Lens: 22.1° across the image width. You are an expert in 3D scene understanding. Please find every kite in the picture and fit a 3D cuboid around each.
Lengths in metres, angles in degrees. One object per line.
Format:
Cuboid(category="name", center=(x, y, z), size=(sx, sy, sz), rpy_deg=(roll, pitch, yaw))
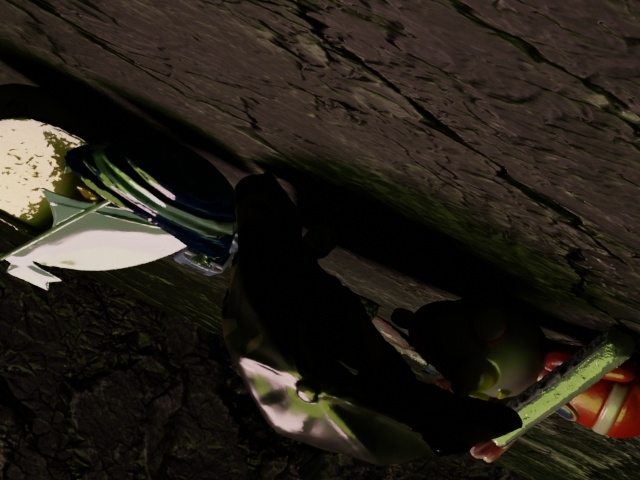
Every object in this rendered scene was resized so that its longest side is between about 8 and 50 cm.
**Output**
Cuboid(category="kite", center=(0.115, 0.161, 2.485), size=(0.360, 0.022, 0.204), rpy_deg=(33, 169, -39))

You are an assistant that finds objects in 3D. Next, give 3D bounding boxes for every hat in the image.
Cuboid(category="hat", center=(0.000, 0.132, 1.686), size=(0.366, 0.257, 0.382), rpy_deg=(45, 150, 5))

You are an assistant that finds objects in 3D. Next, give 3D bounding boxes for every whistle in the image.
Cuboid(category="whistle", center=(0.000, 0.000, 1.772), size=(0.035, 0.035, 0.100), rpy_deg=(25, 170, -4))

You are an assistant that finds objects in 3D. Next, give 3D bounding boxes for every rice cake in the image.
Cuboid(category="rice cake", center=(0.239, 0.151, 1.656), size=(0.033, 0.033, 0.207), rpy_deg=(40, 129, -9))

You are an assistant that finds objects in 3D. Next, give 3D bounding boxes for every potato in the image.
Cuboid(category="potato", center=(-0.269, -0.090, 1.693), size=(0.160, 0.111, 0.271), rpy_deg=(-31, 136, 29))

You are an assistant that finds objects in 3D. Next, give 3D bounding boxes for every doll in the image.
Cuboid(category="doll", center=(0.232, 0.140, 1.744), size=(0.336, 0.105, 0.200), rpy_deg=(23, 161, 7))

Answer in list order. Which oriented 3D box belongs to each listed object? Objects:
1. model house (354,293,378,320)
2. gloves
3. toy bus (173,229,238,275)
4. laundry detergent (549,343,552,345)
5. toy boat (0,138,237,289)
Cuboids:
Cuboid(category="model house", center=(0.025, 0.110, 2.206), size=(0.078, 0.083, 0.066), rpy_deg=(27, 169, -13))
Cuboid(category="gloves", center=(0.218, 0.216, 2.215), size=(0.145, 0.126, 0.241), rpy_deg=(48, 178, 10))
Cuboid(category="toy bus", center=(-0.136, 0.002, 2.010), size=(0.073, 0.076, 0.167), rpy_deg=(25, 172, -7))
Cuboid(category="laundry detergent", center=(0.224, 0.140, 1.925), size=(0.096, 0.061, 0.206), rpy_deg=(40, 164, -32))
Cuboid(category="toy boat", center=(-0.224, -0.005, 1.674), size=(0.291, 0.067, 0.220), rpy_deg=(-29, 136, 34))
